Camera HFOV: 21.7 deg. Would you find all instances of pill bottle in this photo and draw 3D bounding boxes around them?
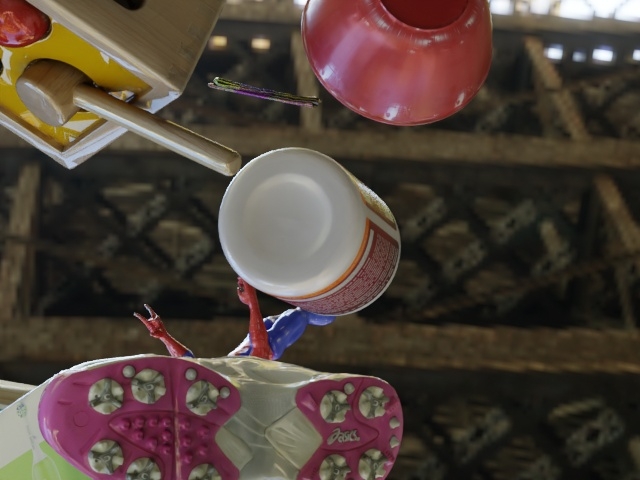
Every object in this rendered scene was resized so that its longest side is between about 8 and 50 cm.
[{"bbox_3d":[0.000,0.000,1.001,0.086,0.086,0.152,14,174,17],"label":"pill bottle"}]

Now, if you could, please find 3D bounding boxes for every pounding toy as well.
[{"bbox_3d":[-0.106,-0.087,0.733,0.141,0.130,0.100,35,-122,-21],"label":"pounding toy"}]

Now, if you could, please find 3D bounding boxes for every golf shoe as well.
[{"bbox_3d":[-0.088,0.142,1.309,0.306,0.115,0.140,10,-177,-32],"label":"golf shoe"}]

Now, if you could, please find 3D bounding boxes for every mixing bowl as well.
[{"bbox_3d":[0.081,-0.204,1.502,0.181,0.098,0.181,4,-111,-11],"label":"mixing bowl"}]

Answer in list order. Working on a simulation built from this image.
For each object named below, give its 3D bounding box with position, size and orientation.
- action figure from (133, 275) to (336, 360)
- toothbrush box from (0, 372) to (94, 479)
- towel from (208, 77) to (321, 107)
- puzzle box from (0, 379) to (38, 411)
[{"bbox_3d":[-0.072,0.071,1.644,0.091,0.139,0.280,-23,-164,35],"label":"action figure"},{"bbox_3d":[-0.219,0.276,1.275,0.206,0.122,0.283,-34,-135,4],"label":"toothbrush box"},{"bbox_3d":[-0.040,-0.110,1.241,0.083,0.009,0.060,12,-175,0],"label":"towel"},{"bbox_3d":[-0.520,0.273,2.050,0.409,0.272,0.052,10,-151,5],"label":"puzzle box"}]
